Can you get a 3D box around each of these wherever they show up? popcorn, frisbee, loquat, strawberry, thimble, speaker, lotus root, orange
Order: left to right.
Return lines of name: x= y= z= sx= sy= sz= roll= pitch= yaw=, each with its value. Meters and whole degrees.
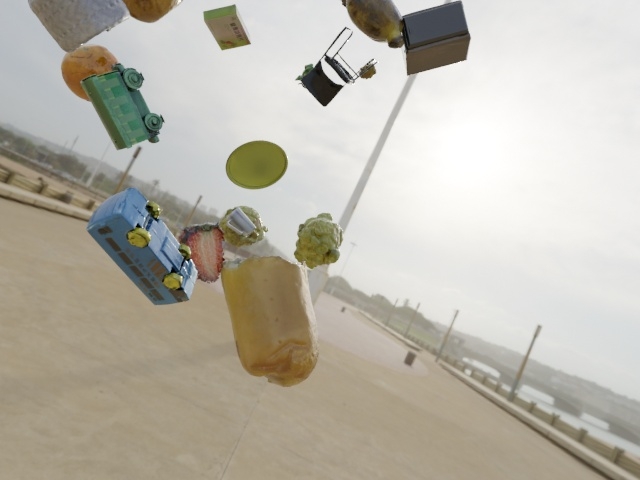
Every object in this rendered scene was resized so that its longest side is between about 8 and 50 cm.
thimble: x=-0.655 y=-0.636 z=1.171 sx=0.157 sy=0.217 sz=0.245 roll=60 pitch=-3 yaw=-32
orange: x=-0.988 y=-0.729 z=1.864 sx=0.246 sy=0.246 sz=0.246 roll=24 pitch=-5 yaw=2
loquat: x=-0.644 y=-0.968 z=1.595 sx=0.276 sy=0.284 sz=0.276 roll=15 pitch=-41 yaw=13
strawberry: x=-0.576 y=0.057 z=2.041 sx=0.138 sy=0.306 sz=0.233 roll=18 pitch=24 yaw=36
popcorn: x=-0.410 y=-0.065 z=2.288 sx=0.259 sy=0.259 sz=0.212 roll=26 pitch=23 yaw=-12
frisbee: x=-0.236 y=-0.281 z=1.602 sx=0.236 sy=0.236 sz=0.017 roll=30 pitch=31 yaw=-45
popcorn: x=0.000 y=0.000 z=1.929 sx=0.235 sy=0.241 sz=0.250 roll=-14 pitch=1 yaw=-22
lotus root: x=0.193 y=-0.781 z=1.483 sx=0.314 sy=0.141 sz=0.169 roll=52 pitch=32 yaw=14
speaker: x=0.414 y=-0.734 z=1.566 sx=0.231 sy=0.153 sz=0.192 roll=-11 pitch=-11 yaw=12

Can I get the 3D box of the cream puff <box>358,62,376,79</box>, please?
cream puff: x=0.226 y=-0.814 z=2.059 sx=0.083 sy=0.058 sz=0.083 roll=7 pitch=-42 yaw=-5

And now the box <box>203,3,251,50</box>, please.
box: x=-0.492 y=-1.127 z=2.281 sx=0.175 sy=0.062 sz=0.260 roll=-9 pitch=-11 yaw=6

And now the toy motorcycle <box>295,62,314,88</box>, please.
toy motorcycle: x=-0.065 y=-0.944 z=2.448 sx=0.106 sy=0.074 sz=0.190 roll=31 pitch=-31 yaw=-22

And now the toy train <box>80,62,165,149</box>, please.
toy train: x=-0.712 y=-0.482 z=1.565 sx=0.120 sy=0.202 sz=0.300 roll=4 pitch=-57 yaw=45

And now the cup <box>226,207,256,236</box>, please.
cup: x=-0.336 y=-0.068 z=1.767 sx=0.116 sy=0.074 sz=0.104 roll=46 pitch=35 yaw=0

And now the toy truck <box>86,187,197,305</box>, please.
toy truck: x=-0.520 y=0.031 z=1.291 sx=0.162 sy=0.161 sz=0.385 roll=-13 pitch=-48 yaw=11

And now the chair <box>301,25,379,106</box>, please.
chair: x=0.061 y=-0.564 z=1.419 sx=0.140 sy=0.221 sz=0.145 roll=47 pitch=23 yaw=-3

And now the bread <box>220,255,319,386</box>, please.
bread: x=-0.133 y=0.241 z=1.300 sx=0.250 sy=0.394 sz=0.361 roll=-14 pitch=-14 yaw=-7
